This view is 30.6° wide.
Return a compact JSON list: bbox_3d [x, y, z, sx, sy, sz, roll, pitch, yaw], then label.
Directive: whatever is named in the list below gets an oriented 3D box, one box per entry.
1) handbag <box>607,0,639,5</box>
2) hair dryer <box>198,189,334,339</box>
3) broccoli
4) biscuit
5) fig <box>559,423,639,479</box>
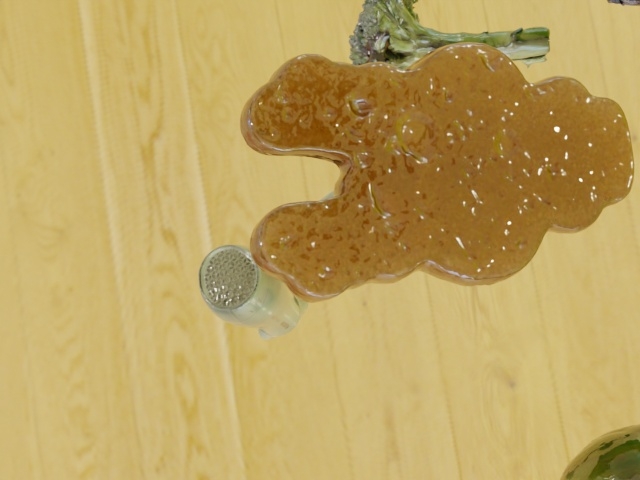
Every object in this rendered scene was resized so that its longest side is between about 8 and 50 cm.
[{"bbox_3d":[0.088,-0.177,0.364,0.127,0.208,0.228,-32,85,-10],"label":"handbag"},{"bbox_3d":[0.000,0.000,1.142,0.237,0.206,0.075,-44,71,1],"label":"hair dryer"},{"bbox_3d":[0.132,-0.203,1.202,0.204,0.118,0.122,4,78,4],"label":"broccoli"},{"bbox_3d":[0.089,-0.052,0.849,0.295,0.044,0.186,-2,87,-15],"label":"biscuit"},{"bbox_3d":[0.208,0.244,0.804,0.149,0.149,0.245,26,120,10],"label":"fig"}]
